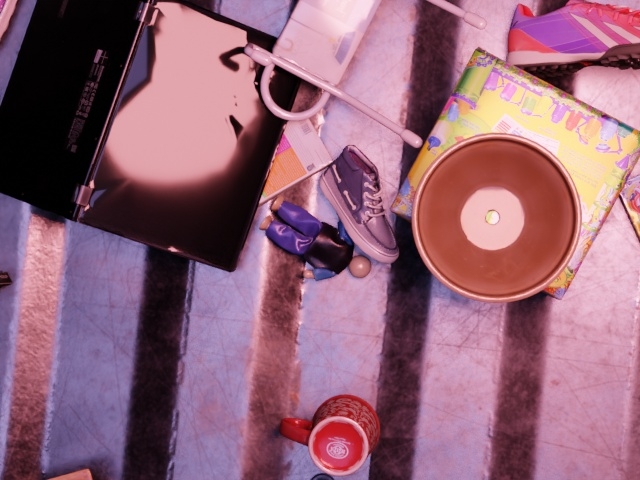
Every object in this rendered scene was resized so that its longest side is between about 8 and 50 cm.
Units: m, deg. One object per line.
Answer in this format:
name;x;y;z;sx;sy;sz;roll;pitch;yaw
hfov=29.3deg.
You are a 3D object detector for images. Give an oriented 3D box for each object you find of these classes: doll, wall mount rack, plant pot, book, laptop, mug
doll;0.000;0.000;1.970;0.189;0.046;0.129;33;93;4
wall mount rack;0.063;-0.312;1.868;0.304;0.130;0.350;26;102;-9
plant pot;0.248;-0.032;1.744;0.238;0.110;0.237;0;90;4
book;-0.064;-0.132;1.983;0.144;0.035;0.096;-30;85;4
laptop;-0.296;-0.200;1.989;0.408;0.236;0.381;19;89;36
mug;0.017;0.314;1.906;0.150;0.169;0.113;-21;89;4

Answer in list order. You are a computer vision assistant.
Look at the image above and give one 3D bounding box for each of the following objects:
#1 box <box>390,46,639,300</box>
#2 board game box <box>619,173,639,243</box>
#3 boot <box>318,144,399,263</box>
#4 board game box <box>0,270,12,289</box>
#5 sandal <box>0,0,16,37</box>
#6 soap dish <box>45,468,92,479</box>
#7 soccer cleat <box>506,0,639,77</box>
box;0.299;-0.099;1.881;0.290;0.177;0.279;29;92;4
board game box;0.545;-0.039;1.936;0.103;0.026;0.154;-25;88;4
boot;0.073;-0.058;1.921;0.190;0.069;0.086;52;130;18
board game box;-0.603;0.104;1.978;0.186;0.126;0.026;-28;88;4
sandal;-0.540;-0.502;1.985;0.169;0.102;0.416;8;90;4
soap dish;-0.472;0.510;1.971;0.291;0.118;0.228;-16;89;4
soccer cleat;0.429;-0.318;1.855;0.318;0.109;0.116;0;87;37
